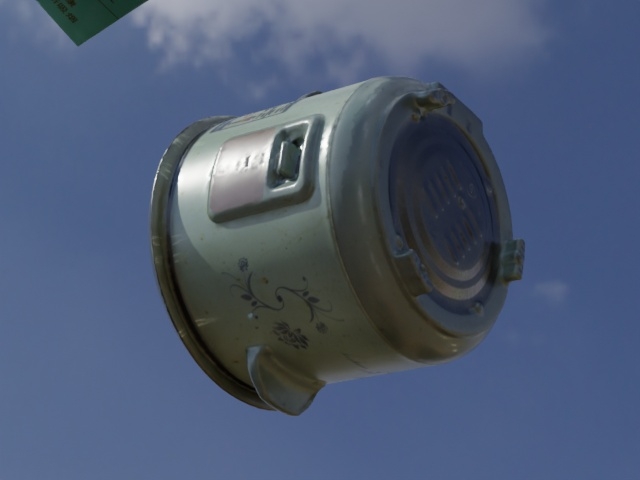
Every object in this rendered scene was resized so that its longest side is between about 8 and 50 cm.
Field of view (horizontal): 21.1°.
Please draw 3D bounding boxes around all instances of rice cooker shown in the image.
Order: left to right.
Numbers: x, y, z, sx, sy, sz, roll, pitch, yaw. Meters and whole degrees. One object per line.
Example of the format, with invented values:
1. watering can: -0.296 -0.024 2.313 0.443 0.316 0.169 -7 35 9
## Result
1. rice cooker: 0.000 0.000 1.473 0.317 0.316 0.264 -30 -40 25

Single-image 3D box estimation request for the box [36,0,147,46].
1. box: -0.217 -0.288 1.621 0.162 0.041 0.229 48 -38 -17
